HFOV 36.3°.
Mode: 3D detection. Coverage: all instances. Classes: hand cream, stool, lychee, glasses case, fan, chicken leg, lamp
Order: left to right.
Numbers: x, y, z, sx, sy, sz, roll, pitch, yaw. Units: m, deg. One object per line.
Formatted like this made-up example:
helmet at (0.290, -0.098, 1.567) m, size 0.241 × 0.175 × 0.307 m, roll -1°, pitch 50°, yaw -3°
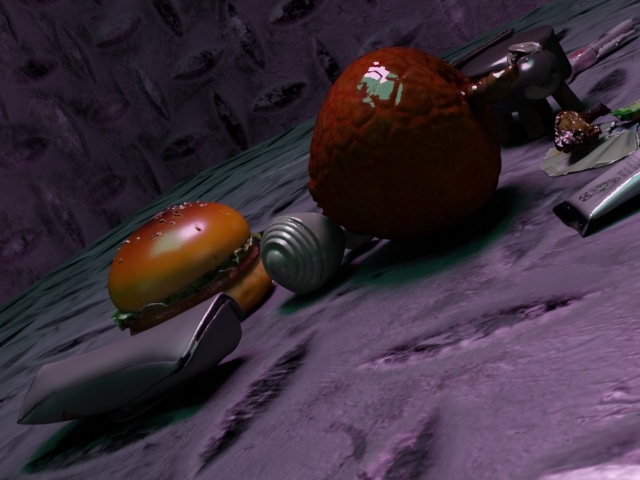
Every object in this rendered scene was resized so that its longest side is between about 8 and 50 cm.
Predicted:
glasses case at (-0.225, 0.162, 1.160) m, size 0.308 × 0.083 × 0.128 m, roll -22°, pitch 19°, yaw 30°
lamp at (0.000, 0.000, 1.280) m, size 0.106 × 0.106 × 0.193 m, roll -18°, pitch 8°, yaw 43°
lychee at (0.112, -0.123, 1.176) m, size 0.300 × 0.255 × 0.255 m, roll -49°, pitch 3°, yaw 23°
stool at (0.292, -0.221, 1.427) m, size 0.153 × 0.139 × 0.228 m, roll -25°, pitch 13°, yaw 24°
chicken leg at (0.326, -0.144, 1.225) m, size 0.062 × 0.037 × 0.145 m, roll -2°, pitch 24°, yaw 24°
fan at (0.333, -0.116, 1.203) m, size 0.131 × 0.009 × 0.240 m, roll -30°, pitch 11°, yaw 6°
hand cream at (0.380, -0.111, 0.954) m, size 0.336 × 0.076 × 0.121 m, roll -34°, pitch 5°, yaw 10°

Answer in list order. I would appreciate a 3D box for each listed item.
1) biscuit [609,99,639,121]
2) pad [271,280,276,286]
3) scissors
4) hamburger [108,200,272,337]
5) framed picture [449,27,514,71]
biscuit at (0.406, -0.168, 1.212) m, size 0.089 × 0.016 × 0.046 m, roll -23°, pitch 15°, yaw 1°
pad at (-0.055, 0.041, 1.469) m, size 0.232 × 0.004 × 0.156 m, roll -26°, pitch 12°, yaw 17°
scissors at (0.457, -0.317, 1.720) m, size 0.242 × 0.030 × 0.118 m, roll -35°, pitch 12°, yaw -10°
hamburger at (-0.197, 0.042, 1.378) m, size 0.246 × 0.170 × 0.246 m, roll -26°, pitch 14°, yaw 7°
framed picture at (0.218, -0.225, 1.597) m, size 0.197 × 0.014 × 0.252 m, roll -32°, pitch -22°, yaw -16°
